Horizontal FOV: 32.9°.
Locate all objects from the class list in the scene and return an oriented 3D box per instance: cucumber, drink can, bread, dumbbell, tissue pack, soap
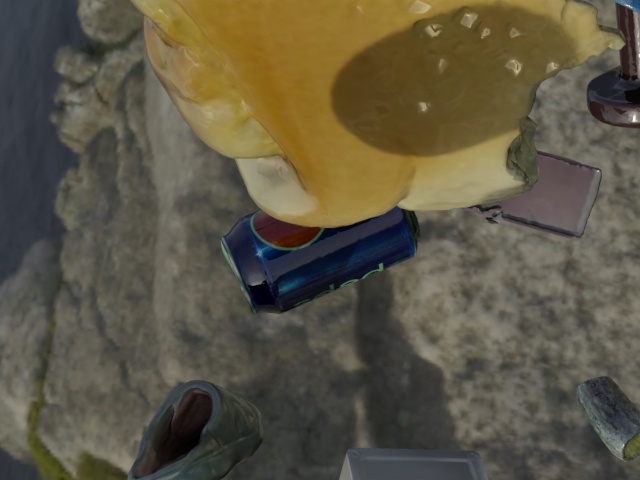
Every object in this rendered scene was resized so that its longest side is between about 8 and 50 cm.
[{"bbox_3d":[0.377,0.225,1.398,0.064,0.064,0.112,-57,44,25],"label":"cucumber"},{"bbox_3d":[0.000,0.000,1.181,0.204,0.118,0.118,-24,44,-4],"label":"drink can"},{"bbox_3d":[0.006,-0.171,0.658,0.245,0.424,0.329,-34,53,-11],"label":"bread"},{"bbox_3d":[0.357,-0.247,1.206,0.124,0.140,0.225,32,144,53],"label":"dumbbell"},{"bbox_3d":[0.160,0.456,1.849,0.159,0.246,0.136,-101,19,-55],"label":"tissue pack"},{"bbox_3d":[0.172,-0.100,1.432,0.285,0.296,0.107,-144,71,-70],"label":"soap"}]

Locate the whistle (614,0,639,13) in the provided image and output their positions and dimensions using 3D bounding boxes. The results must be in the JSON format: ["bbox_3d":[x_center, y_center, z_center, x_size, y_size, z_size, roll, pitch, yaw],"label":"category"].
[{"bbox_3d":[0.313,-0.216,0.968,0.090,0.157,0.090,-156,90,-84],"label":"whistle"}]

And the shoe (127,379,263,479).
[{"bbox_3d":[-0.126,0.190,1.086,0.103,0.251,0.100,-16,94,9],"label":"shoe"}]
